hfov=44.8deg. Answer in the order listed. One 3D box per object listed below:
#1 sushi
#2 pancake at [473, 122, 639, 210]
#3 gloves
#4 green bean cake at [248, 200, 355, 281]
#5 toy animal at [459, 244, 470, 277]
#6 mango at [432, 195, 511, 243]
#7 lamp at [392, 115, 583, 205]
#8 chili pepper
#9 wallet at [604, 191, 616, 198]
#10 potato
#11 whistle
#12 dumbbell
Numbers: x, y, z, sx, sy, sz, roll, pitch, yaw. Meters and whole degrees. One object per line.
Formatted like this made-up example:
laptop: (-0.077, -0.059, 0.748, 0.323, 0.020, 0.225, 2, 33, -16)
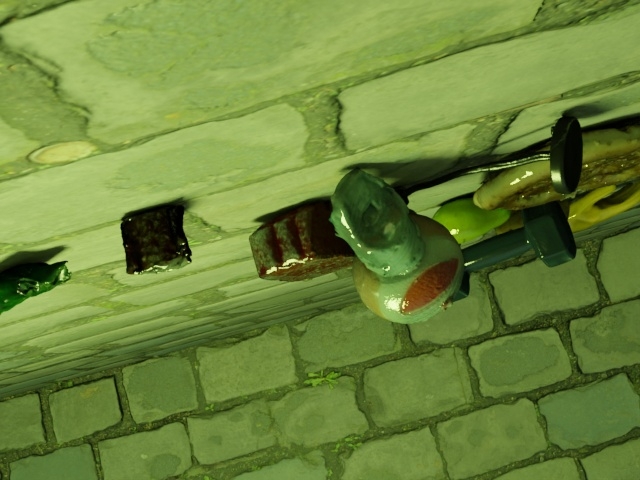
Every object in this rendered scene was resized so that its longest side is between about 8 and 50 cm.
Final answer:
sushi: (-0.216, 0.002, 1.050, 0.098, 0.084, 0.094, -12, 173, 3)
pancake: (0.458, -0.125, 1.399, 0.382, 0.071, 0.382, -14, 170, -2)
gloves: (0.703, -0.090, 1.981, 0.294, 0.116, 0.133, -27, -165, 17)
green bean cake: (0.000, 0.000, 1.316, 0.198, 0.097, 0.232, -21, 168, 21)
toy animal: (0.300, 0.059, 2.088, 0.185, 0.122, 0.298, -26, 160, 31)
mango: (0.304, -0.043, 1.578, 0.163, 0.089, 0.117, -12, 171, -22)
lamp: (0.234, -0.077, 1.210, 0.371, 0.109, 0.130, -20, 165, 30)
chili pepper: (-0.452, 0.070, 1.147, 0.224, 0.061, 0.098, -26, 180, 37)
wallet: (0.794, -0.121, 2.127, 0.083, 0.011, 0.044, -19, 170, 18)
potato: (0.485, -0.043, 1.761, 0.176, 0.137, 0.137, -24, 167, 32)
whistle: (0.118, 0.018, 1.195, 0.189, 0.189, 0.348, -18, 144, 17)
dumbbell: (0.375, 0.019, 1.661, 0.316, 0.156, 0.143, -22, -175, 22)
